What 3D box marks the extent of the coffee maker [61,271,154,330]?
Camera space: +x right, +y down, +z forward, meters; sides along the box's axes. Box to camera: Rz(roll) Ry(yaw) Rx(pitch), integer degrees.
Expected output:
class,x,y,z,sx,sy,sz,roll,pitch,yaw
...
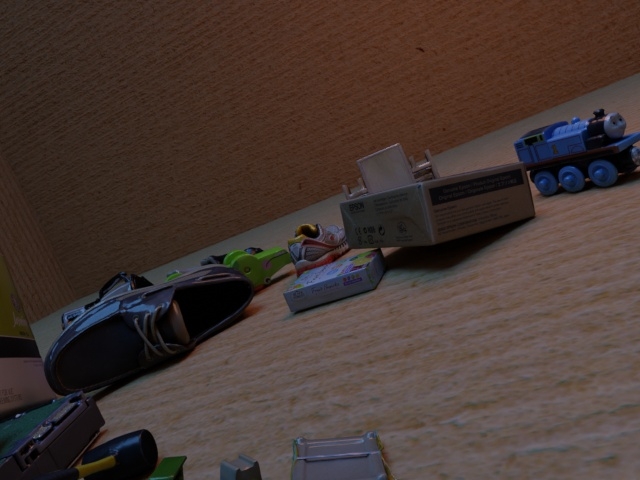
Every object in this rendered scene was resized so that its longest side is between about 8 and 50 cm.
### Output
class,x,y,z,sx,sy,sz,roll,pitch,yaw
coffee maker,-0.435,0.172,1.121,0.178,0.171,0.120,-27,45,2

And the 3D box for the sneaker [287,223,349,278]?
class,x,y,z,sx,sy,sz,roll,pitch,yaw
sneaker,0.000,0.000,1.053,0.088,0.093,0.225,-20,8,20

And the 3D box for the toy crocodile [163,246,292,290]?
class,x,y,z,sx,sy,sz,roll,pitch,yaw
toy crocodile,-0.210,0.096,1.054,0.340,0.105,0.115,-23,11,-22

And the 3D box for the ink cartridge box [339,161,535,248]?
class,x,y,z,sx,sy,sz,roll,pitch,yaw
ink cartridge box,0.169,-0.050,0.799,0.193,0.088,0.234,-15,4,-26

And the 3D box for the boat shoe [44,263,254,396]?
class,x,y,z,sx,sy,sz,roll,pitch,yaw
boat shoe,-0.263,0.129,0.838,0.355,0.132,0.130,-31,11,-34

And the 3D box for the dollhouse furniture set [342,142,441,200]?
class,x,y,z,sx,sy,sz,roll,pitch,yaw
dollhouse furniture set,0.172,-0.089,1.152,0.212,0.161,0.242,-22,-14,10

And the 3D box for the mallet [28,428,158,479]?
class,x,y,z,sx,sy,sz,roll,pitch,yaw
mallet,-0.200,0.187,0.404,0.062,0.039,0.189,-25,-16,7

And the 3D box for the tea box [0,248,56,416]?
class,x,y,z,sx,sy,sz,roll,pitch,yaw
tea box,-0.592,0.139,0.744,0.219,0.324,0.329,-22,-8,-14

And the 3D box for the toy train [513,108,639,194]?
class,x,y,z,sx,sy,sz,roll,pitch,yaw
toy train,0.386,-0.132,0.778,0.080,0.105,0.184,-27,9,-24

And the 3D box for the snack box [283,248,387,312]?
class,x,y,z,sx,sy,sz,roll,pitch,yaw
snack box,0.025,0.060,0.795,0.141,0.037,0.100,-19,8,23

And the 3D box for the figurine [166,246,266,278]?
class,x,y,z,sx,sy,sz,roll,pitch,yaw
figurine,-0.255,0.082,1.323,0.214,0.093,0.209,-19,2,33

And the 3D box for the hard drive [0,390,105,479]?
class,x,y,z,sx,sy,sz,roll,pitch,yaw
hard drive,-0.431,0.286,0.539,0.338,0.064,0.237,-23,8,6

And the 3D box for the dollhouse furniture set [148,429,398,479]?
class,x,y,z,sx,sy,sz,roll,pitch,yaw
dollhouse furniture set,-0.029,0.167,0.324,0.151,0.059,0.076,-4,1,-1
